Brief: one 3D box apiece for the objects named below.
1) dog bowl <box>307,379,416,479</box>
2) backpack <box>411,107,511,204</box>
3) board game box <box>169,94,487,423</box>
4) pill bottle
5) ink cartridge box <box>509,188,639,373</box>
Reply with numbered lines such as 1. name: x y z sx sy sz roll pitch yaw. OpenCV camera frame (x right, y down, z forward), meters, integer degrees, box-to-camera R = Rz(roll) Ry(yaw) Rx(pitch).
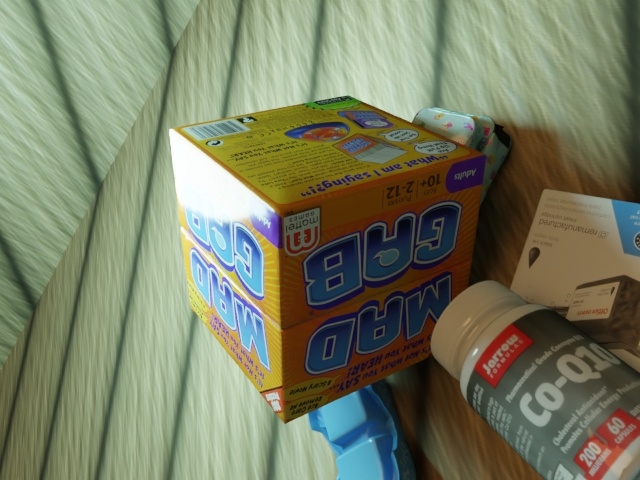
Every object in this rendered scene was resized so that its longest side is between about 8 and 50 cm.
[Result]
1. dog bowl: 0.076 0.361 1.143 0.166 0.074 0.297 -41 50 29
2. backpack: 0.224 -0.136 1.125 0.166 0.144 0.188 25 97 43
3. board game box: 0.000 0.000 1.050 0.356 0.357 0.356 37 136 47
4. pill bottle: 0.270 0.177 0.749 0.283 0.161 0.161 43 107 45
5. ink cartridge box: 0.383 0.104 0.874 0.223 0.129 0.307 18 89 48
